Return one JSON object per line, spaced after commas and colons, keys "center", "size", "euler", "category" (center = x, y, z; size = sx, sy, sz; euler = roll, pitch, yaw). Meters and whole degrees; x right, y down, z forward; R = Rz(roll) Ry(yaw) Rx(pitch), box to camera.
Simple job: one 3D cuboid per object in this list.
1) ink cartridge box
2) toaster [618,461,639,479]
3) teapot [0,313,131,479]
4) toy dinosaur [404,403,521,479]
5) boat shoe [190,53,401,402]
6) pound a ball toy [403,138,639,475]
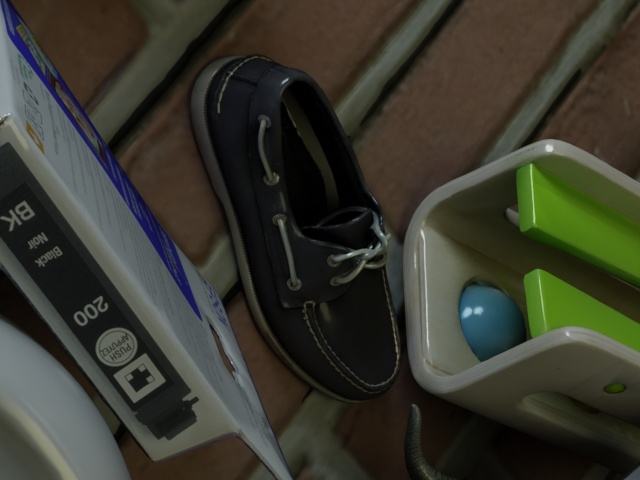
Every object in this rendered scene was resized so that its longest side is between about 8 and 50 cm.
{"center": [-0.094, 0.003, 0.758], "size": [0.045, 0.206, 0.208], "euler": [-33, 116, 2], "category": "ink cartridge box"}
{"center": [0.204, 0.189, 0.892], "size": [0.185, 0.110, 0.168], "euler": [-35, 106, -25], "category": "toaster"}
{"center": [-0.187, 0.129, 0.698], "size": [0.256, 0.187, 0.252], "euler": [-36, 97, -5], "category": "teapot"}
{"center": [0.154, 0.192, 1.003], "size": [0.121, 0.160, 0.314], "euler": [-41, 118, -32], "category": "toy dinosaur"}
{"center": [0.000, 0.000, 0.920], "size": [0.075, 0.065, 0.206], "euler": [-39, 116, -33], "category": "boat shoe"}
{"center": [0.188, 0.038, 1.067], "size": [0.319, 0.135, 0.208], "euler": [25, 51, -39], "category": "pound a ball toy"}
